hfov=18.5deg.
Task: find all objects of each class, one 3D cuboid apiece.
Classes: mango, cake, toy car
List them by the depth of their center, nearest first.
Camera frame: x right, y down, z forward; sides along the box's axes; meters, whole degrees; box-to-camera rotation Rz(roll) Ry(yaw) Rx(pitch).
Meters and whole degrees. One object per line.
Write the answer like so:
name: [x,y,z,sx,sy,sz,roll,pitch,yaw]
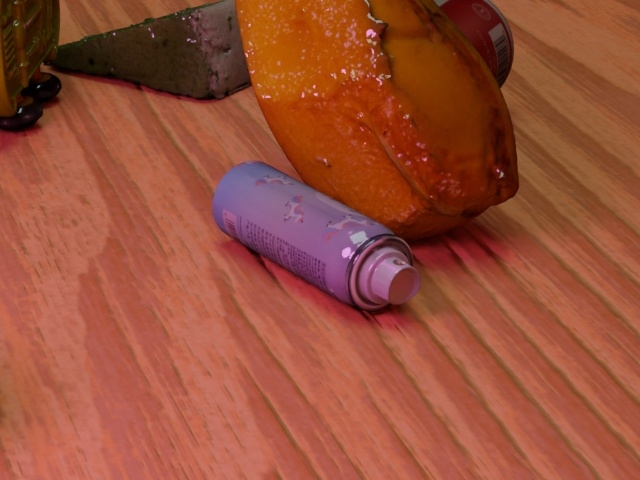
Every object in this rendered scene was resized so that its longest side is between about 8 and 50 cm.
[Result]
mango: [0.032,-0.157,1.748,0.201,0.350,0.199,-29,-13,-9]
toy car: [-0.350,-0.225,2.007,0.142,0.200,0.248,2,21,6]
cake: [-0.192,-0.228,2.150,0.235,0.099,0.100,13,25,28]

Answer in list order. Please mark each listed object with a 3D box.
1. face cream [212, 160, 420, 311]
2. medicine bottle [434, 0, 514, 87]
face cream: [0.000,0.000,1.666,0.075,0.075,0.229,-16,30,-34]
medicine bottle: [0.099,-0.167,1.978,0.131,0.131,0.250,12,25,23]
